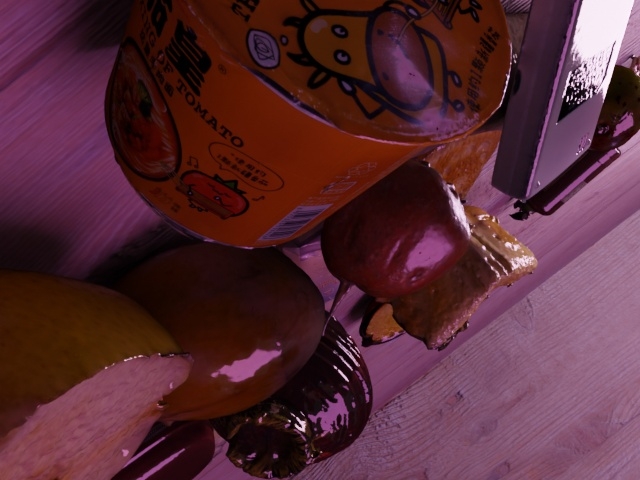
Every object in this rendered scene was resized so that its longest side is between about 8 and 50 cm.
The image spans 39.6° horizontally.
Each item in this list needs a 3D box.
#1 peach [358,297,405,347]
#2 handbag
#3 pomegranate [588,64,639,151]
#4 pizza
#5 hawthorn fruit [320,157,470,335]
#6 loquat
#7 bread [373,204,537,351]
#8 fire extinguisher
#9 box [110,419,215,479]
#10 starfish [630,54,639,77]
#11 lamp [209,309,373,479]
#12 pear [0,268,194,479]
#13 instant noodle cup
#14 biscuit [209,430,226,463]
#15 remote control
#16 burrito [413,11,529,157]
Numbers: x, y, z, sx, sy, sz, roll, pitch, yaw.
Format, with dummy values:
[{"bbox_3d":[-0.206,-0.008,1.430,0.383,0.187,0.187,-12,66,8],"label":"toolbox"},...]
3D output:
[{"bbox_3d":[0.163,0.089,1.580,0.279,0.068,0.189,-43,154,23],"label":"peach"},{"bbox_3d":[0.000,0.000,1.012,0.117,0.095,0.173,-32,154,-18],"label":"handbag"},{"bbox_3d":[0.402,-0.188,1.251,0.130,0.130,0.130,-33,162,-12],"label":"pomegranate"},{"bbox_3d":[0.169,-0.094,1.178,0.181,0.034,0.262,-36,162,-2],"label":"pizza"},{"bbox_3d":[0.059,-0.008,0.869,0.189,0.149,0.149,-36,163,-17],"label":"hawthorn fruit"},{"bbox_3d":[-0.107,0.086,0.858,0.227,0.179,0.179,-19,162,-1],"label":"loquat"},{"bbox_3d":[0.207,0.032,1.340,0.252,0.174,0.133,-33,159,-18],"label":"bread"},{"bbox_3d":[0.430,-0.108,1.604,0.231,0.071,0.099,-44,-171,24],"label":"fire extinguisher"},{"bbox_3d":[-0.327,0.366,1.269,0.404,0.108,0.263,-32,162,-18],"label":"box"},{"bbox_3d":[0.536,-0.259,1.446,0.295,0.048,0.231,-31,161,-23],"label":"starfish"},{"bbox_3d":[-0.049,0.198,1.175,0.247,0.247,0.247,-33,162,-12],"label":"lamp"},{"bbox_3d":[-0.295,0.160,0.642,0.386,0.191,0.340,-36,161,-48],"label":"pear"},{"bbox_3d":[-0.023,-0.105,0.524,0.216,0.215,0.172,-22,166,-40],"label":"instant noodle cup"},{"bbox_3d":[-0.250,0.404,1.629,0.265,0.040,0.188,-42,160,16],"label":"biscuit"},{"bbox_3d":[0.230,-0.204,0.780,0.145,0.050,0.344,-34,142,-40],"label":"remote control"},{"bbox_3d":[0.163,-0.159,0.893,0.299,0.105,0.143,-20,159,-48],"label":"burrito"}]
